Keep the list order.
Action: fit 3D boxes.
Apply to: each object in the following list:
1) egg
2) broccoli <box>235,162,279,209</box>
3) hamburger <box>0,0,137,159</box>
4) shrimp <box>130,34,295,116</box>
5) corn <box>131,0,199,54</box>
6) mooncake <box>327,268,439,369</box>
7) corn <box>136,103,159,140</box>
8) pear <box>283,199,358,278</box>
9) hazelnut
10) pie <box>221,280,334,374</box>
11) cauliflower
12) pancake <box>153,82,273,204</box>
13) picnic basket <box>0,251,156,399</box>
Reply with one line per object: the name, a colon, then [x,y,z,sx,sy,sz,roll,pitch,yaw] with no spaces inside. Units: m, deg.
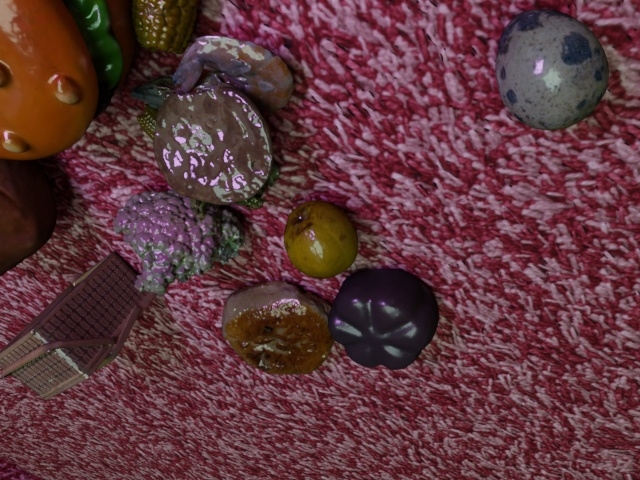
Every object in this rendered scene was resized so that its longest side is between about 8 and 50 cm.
egg: [0.332,-0.249,0.644,0.141,0.141,0.181,-29,105,28]
broccoli: [-0.142,-0.130,0.863,0.120,0.131,0.130,-8,115,-27]
hamburger: [-0.513,-0.315,0.674,0.396,0.277,0.395,4,137,4]
shrimp: [-0.202,-0.282,0.770,0.317,0.062,0.164,2,146,10]
corn: [-0.226,-0.460,0.650,0.120,0.120,0.363,22,129,-2]
mooncake: [0.140,0.179,0.994,0.245,0.133,0.245,10,125,15]
corn: [-0.275,-0.185,0.878,0.068,0.068,0.207,-35,111,31]
pear: [0.000,0.000,0.891,0.149,0.149,0.162,-17,123,23]
hazelnut: [-0.753,-0.075,0.920,0.372,0.372,0.315,5,163,10]
pie: [-0.106,0.235,1.114,0.315,0.092,0.315,5,125,8]
cauliflower: [-0.300,0.009,0.960,0.256,0.239,0.315,-13,151,-24]
pancake: [-0.193,-0.167,0.782,0.236,0.042,0.222,-24,104,23]
picnic basket: [-0.582,0.213,1.074,0.228,0.313,0.175,-29,112,28]
